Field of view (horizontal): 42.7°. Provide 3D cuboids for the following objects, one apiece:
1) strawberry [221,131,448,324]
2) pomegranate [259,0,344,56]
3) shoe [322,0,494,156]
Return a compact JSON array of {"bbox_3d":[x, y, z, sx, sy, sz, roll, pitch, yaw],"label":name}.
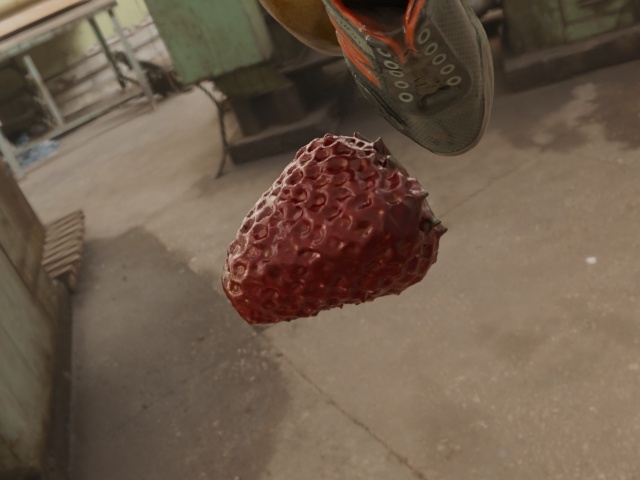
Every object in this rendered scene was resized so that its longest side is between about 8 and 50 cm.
[{"bbox_3d":[0.000,0.000,0.919,0.244,0.205,0.205,-34,29,-8],"label":"strawberry"},{"bbox_3d":[0.018,-0.323,0.821,0.229,0.270,0.252,-44,-18,19],"label":"pomegranate"},{"bbox_3d":[0.037,-0.101,0.393,0.074,0.194,0.077,-16,44,17],"label":"shoe"}]
